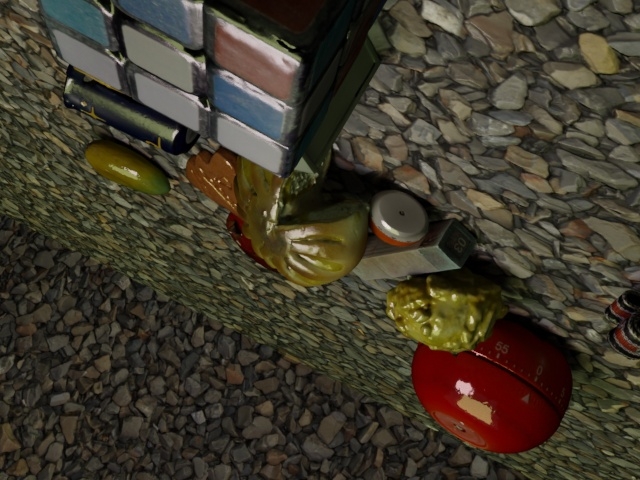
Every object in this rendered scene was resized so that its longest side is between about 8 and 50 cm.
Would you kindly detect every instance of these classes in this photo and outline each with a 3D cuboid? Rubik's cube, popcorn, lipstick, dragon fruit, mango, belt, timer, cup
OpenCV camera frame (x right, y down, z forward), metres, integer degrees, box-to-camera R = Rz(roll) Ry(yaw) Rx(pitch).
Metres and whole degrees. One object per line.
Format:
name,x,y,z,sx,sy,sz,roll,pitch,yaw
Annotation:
Rubik's cube,-0.098,-0.334,1.043,0.362,0.358,0.363,28,161,-2
popcorn,0.277,0.149,1.965,0.266,0.192,0.233,0,-179,-27
lipstick,0.182,0.025,1.974,0.076,0.079,0.371,41,157,-19
dragon fruit,-0.119,0.011,2.390,0.344,0.100,0.282,23,156,16
mango,-0.510,-0.194,2.439,0.238,0.091,0.137,21,166,6
belt,0.683,0.196,1.637,0.360,0.126,0.094,24,149,2
timer,0.150,-0.042,1.850,0.136,0.099,0.136,42,170,9
timer,0.398,0.336,2.186,0.378,0.279,0.378,29,162,10
cup,-0.365,-0.272,1.787,0.256,0.255,0.178,26,122,5

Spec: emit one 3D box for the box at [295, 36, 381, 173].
box,-0.046,-0.260,1.364,0.117,0.225,0.225,16,156,36

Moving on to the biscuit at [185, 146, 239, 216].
biscuit,-0.229,-0.127,2.228,0.306,0.043,0.284,15,151,44

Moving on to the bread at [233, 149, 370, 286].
bread,-0.057,-0.054,1.856,0.333,0.160,0.333,23,131,30

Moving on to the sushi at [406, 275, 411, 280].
sushi,0.230,0.061,2.108,0.120,0.026,0.126,6,142,50
